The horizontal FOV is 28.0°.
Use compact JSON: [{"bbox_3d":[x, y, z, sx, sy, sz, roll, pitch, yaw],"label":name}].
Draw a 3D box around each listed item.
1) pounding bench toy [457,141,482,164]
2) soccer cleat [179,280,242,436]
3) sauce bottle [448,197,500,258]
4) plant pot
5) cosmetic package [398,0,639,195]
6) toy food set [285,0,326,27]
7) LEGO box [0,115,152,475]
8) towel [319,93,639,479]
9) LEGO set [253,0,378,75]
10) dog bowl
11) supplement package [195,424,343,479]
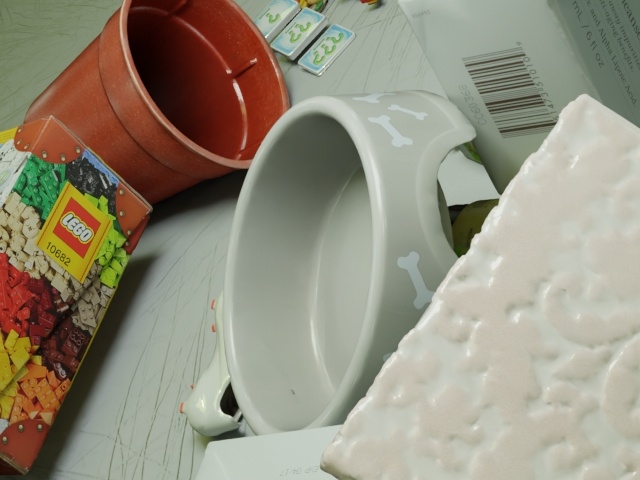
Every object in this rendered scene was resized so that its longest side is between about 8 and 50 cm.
[{"bbox_3d":[0.166,-0.124,1.342,0.065,0.052,0.083,-47,32,-6],"label":"pounding bench toy"},{"bbox_3d":[-0.083,0.114,1.338,0.076,0.068,0.196,-6,55,38],"label":"soccer cleat"},{"bbox_3d":[0.241,0.010,1.050,0.344,0.111,0.111,-6,48,47],"label":"sauce bottle"},{"bbox_3d":[-0.226,-0.163,1.652,0.265,0.272,0.272,-29,34,37],"label":"plant pot"},{"bbox_3d":[0.258,-0.239,1.153,0.156,0.217,0.385,-4,37,46],"label":"cosmetic package"},{"bbox_3d":[-0.023,-0.333,1.822,0.083,0.020,0.083,-6,48,44],"label":"toy food set"},{"bbox_3d":[-0.496,0.087,1.581,0.500,0.193,0.373,-11,47,39],"label":"LEGO box"},{"bbox_3d":[0.213,0.111,0.852,0.317,0.053,0.332,35,77,13],"label":"towel"},{"bbox_3d":[0.019,-0.351,1.743,0.244,0.060,0.182,-47,45,-7],"label":"LEGO set"},{"bbox_3d":[0.018,0.032,1.117,0.349,0.102,0.349,-26,61,60],"label":"dog bowl"},{"bbox_3d":[0.018,0.263,0.972,0.261,0.145,0.204,-14,42,39],"label":"supplement package"}]
